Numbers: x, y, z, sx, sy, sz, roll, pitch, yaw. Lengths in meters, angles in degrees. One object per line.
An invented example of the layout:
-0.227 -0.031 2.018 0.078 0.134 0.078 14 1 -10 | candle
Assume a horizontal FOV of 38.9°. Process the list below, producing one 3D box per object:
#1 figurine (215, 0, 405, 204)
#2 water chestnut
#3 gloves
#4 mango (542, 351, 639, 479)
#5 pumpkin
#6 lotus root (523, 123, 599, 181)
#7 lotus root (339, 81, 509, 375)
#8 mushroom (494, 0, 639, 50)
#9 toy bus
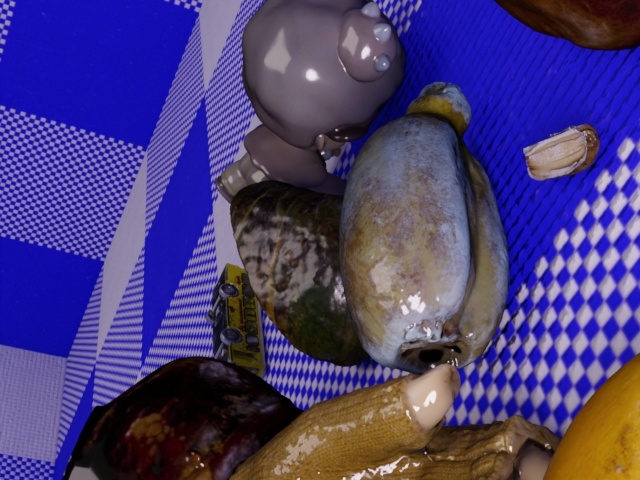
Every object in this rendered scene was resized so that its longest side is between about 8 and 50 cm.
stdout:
-0.028 -0.177 1.192 0.248 0.203 0.381 -105 35 -48 | figurine
-0.110 0.314 0.988 0.335 0.346 0.335 -57 -15 -25 | water chestnut
0.059 0.218 0.739 0.356 0.155 0.203 -24 71 46 | gloves
0.196 0.152 0.524 0.219 0.112 0.145 -66 19 -10 | mango
-0.004 -0.003 1.028 0.163 0.111 0.279 -39 56 32 | pumpkin
0.206 -0.073 0.756 0.083 0.030 0.038 -23 84 68 | lotus root
0.088 -0.023 0.845 0.140 0.158 0.322 -27 40 30 | lotus root
0.235 -0.269 0.721 0.218 0.148 0.227 -54 30 10 | mushroom
-0.137 0.138 1.432 0.081 0.074 0.226 -60 24 31 | toy bus
